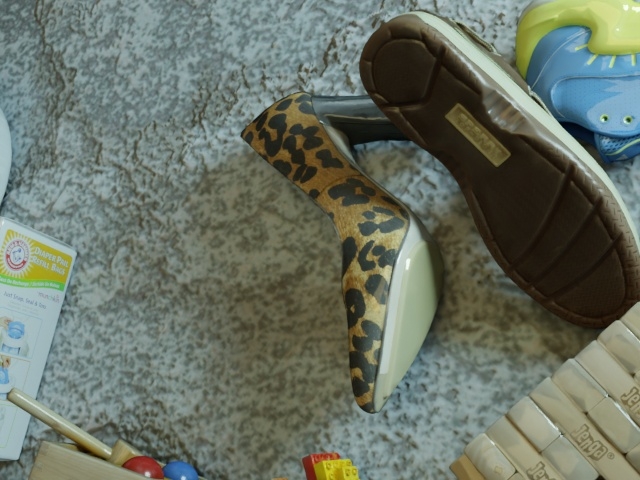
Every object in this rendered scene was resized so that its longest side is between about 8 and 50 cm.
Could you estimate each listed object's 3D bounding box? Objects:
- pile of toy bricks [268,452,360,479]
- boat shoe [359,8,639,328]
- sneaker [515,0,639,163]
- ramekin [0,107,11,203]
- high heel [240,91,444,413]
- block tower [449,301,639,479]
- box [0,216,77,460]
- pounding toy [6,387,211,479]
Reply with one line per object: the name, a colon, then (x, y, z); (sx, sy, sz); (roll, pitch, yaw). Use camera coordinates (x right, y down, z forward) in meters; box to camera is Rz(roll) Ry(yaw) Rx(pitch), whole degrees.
pile of toy bricks: (0.034, 0.231, 0.506); (0.105, 0.118, 0.212); (-33, 62, 32)
boat shoe: (0.140, -0.059, 0.560); (0.095, 0.095, 0.257); (-35, 95, 33)
sneaker: (0.255, -0.113, 0.564); (0.240, 0.091, 0.126); (5, 87, 32)
ramekin: (-0.456, -0.080, 0.824); (0.277, 0.135, 0.277); (-8, 69, 21)
high heel: (0.000, 0.000, 0.626); (0.186, 0.093, 0.261); (0, 66, 26)
block tower: (0.234, 0.062, 0.474); (0.335, 0.091, 0.097); (-43, 68, 5)
box: (-0.321, 0.084, 0.726); (0.114, 0.103, 0.203); (6, 75, 25)
pounding toy: (-0.159, 0.185, 0.606); (0.141, 0.130, 0.100); (11, 77, 26)
